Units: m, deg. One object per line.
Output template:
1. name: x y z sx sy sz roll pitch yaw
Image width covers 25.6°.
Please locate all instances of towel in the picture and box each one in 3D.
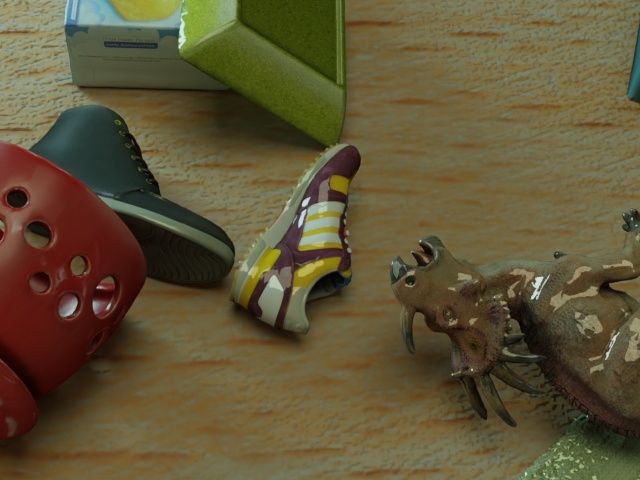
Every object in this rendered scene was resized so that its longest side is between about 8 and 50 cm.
1. towel: 0.213 0.196 1.088 0.110 0.027 0.148 39 61 24

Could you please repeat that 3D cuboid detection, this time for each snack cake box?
1. snack cake box: -0.158 -0.273 1.373 0.152 0.089 0.264 1 54 -2

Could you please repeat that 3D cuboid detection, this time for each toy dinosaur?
1. toy dinosaur: 0.210 0.087 1.097 0.295 0.127 0.200 32 59 25

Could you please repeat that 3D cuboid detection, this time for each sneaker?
1. sneaker: -0.159 -0.048 1.212 0.222 0.083 0.118 20 55 13
2. sneaker: 0.000 0.000 1.202 0.084 0.069 0.185 31 64 8

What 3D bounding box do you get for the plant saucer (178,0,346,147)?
1. plant saucer: -0.039 -0.203 1.287 0.188 0.045 0.188 29 45 -34

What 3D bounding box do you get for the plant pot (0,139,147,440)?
1. plant pot: -0.256 0.042 1.076 0.191 0.191 0.174 24 59 14

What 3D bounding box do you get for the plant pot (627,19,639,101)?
1. plant pot: 0.398 -0.250 1.297 0.165 0.234 0.165 13 54 7
